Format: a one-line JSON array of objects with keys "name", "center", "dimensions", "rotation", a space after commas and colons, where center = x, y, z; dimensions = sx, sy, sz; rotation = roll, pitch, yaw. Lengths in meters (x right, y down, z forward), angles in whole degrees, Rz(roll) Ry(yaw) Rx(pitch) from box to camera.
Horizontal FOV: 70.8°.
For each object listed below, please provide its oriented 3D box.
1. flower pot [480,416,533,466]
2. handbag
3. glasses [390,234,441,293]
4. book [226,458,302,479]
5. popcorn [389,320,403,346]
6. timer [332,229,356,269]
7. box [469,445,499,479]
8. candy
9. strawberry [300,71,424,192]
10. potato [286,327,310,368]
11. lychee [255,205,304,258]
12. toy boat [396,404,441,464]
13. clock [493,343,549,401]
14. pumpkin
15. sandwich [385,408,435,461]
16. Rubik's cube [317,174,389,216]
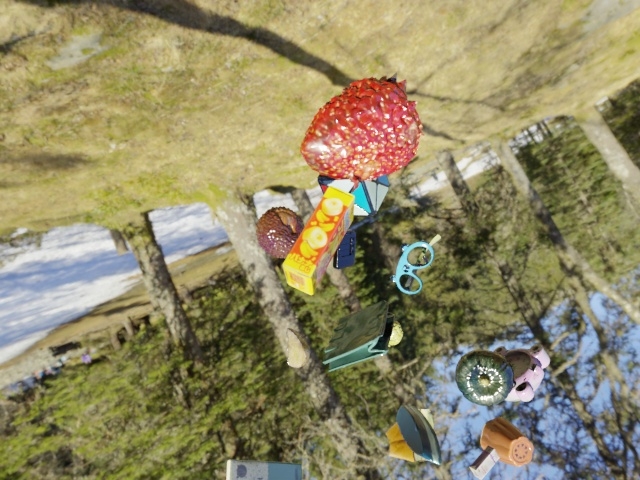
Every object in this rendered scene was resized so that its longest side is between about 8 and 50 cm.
[{"name": "flower pot", "center": [0.853, 0.918, 2.034], "dimensions": [0.190, 0.191, 0.173], "rotation": [-25, -176, -16]}, {"name": "handbag", "center": [0.161, 0.376, 1.751], "dimensions": [0.274, 0.100, 0.269], "rotation": [-30, -164, 27]}, {"name": "glasses", "center": [0.369, 0.074, 1.587], "dimensions": [0.206, 0.102, 0.239], "rotation": [-22, 139, -29]}, {"name": "book", "center": [-0.230, 1.072, 1.893], "dimensions": [0.379, 0.265, 0.031], "rotation": [22, 141, -34]}, {"name": "popcorn", "center": [0.359, 0.478, 2.338], "dimensions": [0.162, 0.141, 0.136], "rotation": [23, 104, -31]}, {"name": "timer", "center": [0.116, 0.042, 2.243], "dimensions": [0.055, 0.188, 0.144], "rotation": [11, -166, 42]}, {"name": "box", "center": [0.619, 0.835, 1.695], "dimensions": [0.117, 0.051, 0.036], "rotation": [-39, -169, -21]}, {"name": "candy", "center": [0.000, 0.000, 1.258], "dimensions": [0.276, 0.087, 0.146], "rotation": [-61, 165, -24]}, {"name": "strawberry", "center": [0.113, -0.270, 1.232], "dimensions": [0.343, 0.292, 0.292], "rotation": [-47, -178, -23]}, {"name": "potato", "center": [-0.082, 0.448, 1.906], "dimensions": [0.100, 0.172, 0.089], "rotation": [1, -172, 34]}, {"name": "lychee", "center": [-0.149, -0.026, 1.598], "dimensions": [0.188, 0.188, 0.188], "rotation": [-27, 174, -3]}, {"name": "toy boat", "center": [0.319, 0.637, 1.477], "dimensions": [0.299, 0.061, 0.096], "rotation": [-136, -110, -80]}, {"name": "clock", "center": [0.786, 0.534, 1.815], "dimensions": [0.227, 0.090, 0.248], "rotation": [-21, -160, 50]}, {"name": "pumpkin", "center": [0.609, 0.509, 1.676], "dimensions": [0.211, 0.212, 0.152], "rotation": [-28, -176, 5]}, {"name": "sandwich", "center": [0.425, 0.920, 2.160], "dimensions": [0.155, 0.228, 0.198], "rotation": [13, 161, -32]}, {"name": "Rubik's cube", "center": [0.166, -0.283, 2.184], "dimensions": [0.248, 0.250, 0.247], "rotation": [1, -137, 31]}]
